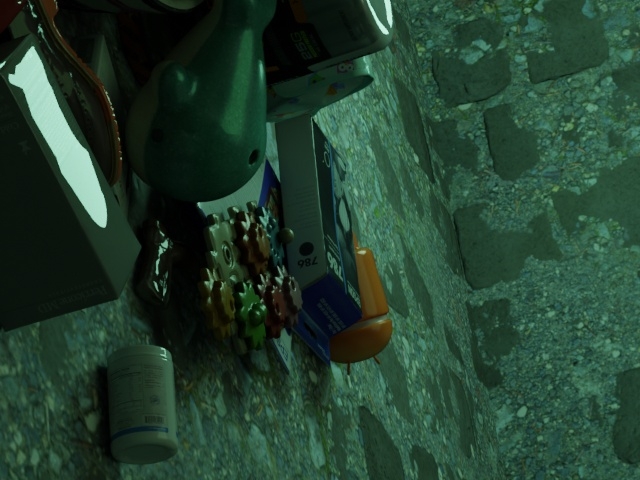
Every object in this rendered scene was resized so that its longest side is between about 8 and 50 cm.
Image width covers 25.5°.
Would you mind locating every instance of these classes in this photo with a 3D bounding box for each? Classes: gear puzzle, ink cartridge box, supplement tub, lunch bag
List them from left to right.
[{"bbox_3d":[-0.250,-0.119,1.594,0.179,0.045,0.145,84,3,-46],"label":"ink cartridge box"},{"bbox_3d":[-0.182,0.169,1.448,0.071,0.071,0.107,49,29,-56],"label":"supplement tub"},{"bbox_3d":[-0.112,-0.022,1.890,0.307,0.072,0.303,-82,153,-50],"label":"ink cartridge box"},{"bbox_3d":[-0.084,0.044,1.723,0.339,0.044,0.175,-26,101,-74],"label":"gear puzzle"},{"bbox_3d":[-0.082,-0.289,1.790,0.193,0.316,0.193,-17,90,-73],"label":"supplement tub"},{"bbox_3d":[-0.030,-0.307,2.091,0.262,0.160,0.223,-22,-99,62],"label":"lunch bag"},{"bbox_3d":[0.000,0.000,2.026,0.165,0.065,0.333,51,30,-59],"label":"ink cartridge box"}]

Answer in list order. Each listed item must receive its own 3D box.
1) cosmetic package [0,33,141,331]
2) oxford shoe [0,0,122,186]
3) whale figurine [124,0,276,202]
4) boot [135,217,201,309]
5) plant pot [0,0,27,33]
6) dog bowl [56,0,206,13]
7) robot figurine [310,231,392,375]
[{"bbox_3d":[-0.270,-0.049,1.263,0.107,0.127,0.238,-75,144,-62],"label":"cosmetic package"},{"bbox_3d":[-0.289,-0.157,1.407,0.098,0.097,0.271,-50,120,-48],"label":"oxford shoe"},{"bbox_3d":[-0.111,-0.169,1.634,0.272,0.141,0.216,-64,157,8],"label":"whale figurine"},{"bbox_3d":[-0.177,0.044,1.649,0.106,0.037,0.114,43,29,-38],"label":"boot"},{"bbox_3d":[-0.312,-0.224,1.108,0.174,0.191,0.191,-70,163,3],"label":"plant pot"},{"bbox_3d":[-0.258,-0.438,1.573,0.408,0.150,0.408,-10,90,-70],"label":"dog bowl"},{"bbox_3d":[0.035,0.094,2.168,0.158,0.128,0.219,143,-70,-82],"label":"robot figurine"}]
